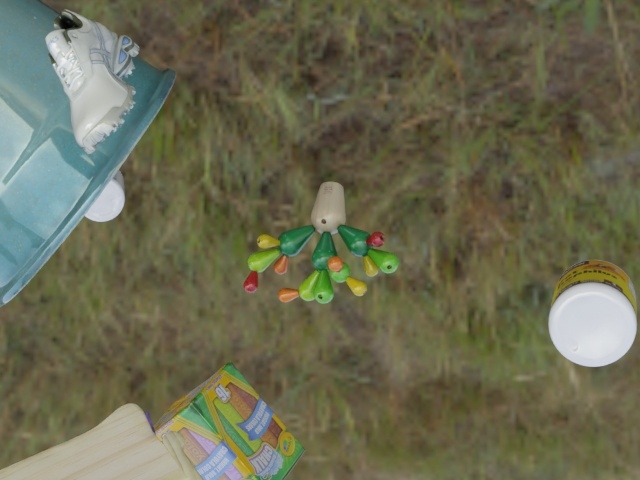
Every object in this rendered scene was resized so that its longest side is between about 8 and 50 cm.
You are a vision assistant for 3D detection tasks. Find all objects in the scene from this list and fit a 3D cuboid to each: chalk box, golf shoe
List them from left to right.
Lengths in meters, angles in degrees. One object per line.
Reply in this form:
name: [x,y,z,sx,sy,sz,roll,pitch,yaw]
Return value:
golf shoe: [-0.209,-0.141,1.160,0.086,0.176,0.069,37,111,-27]
chalk box: [-0.121,0.301,1.808,0.132,0.213,0.132,-39,-176,28]

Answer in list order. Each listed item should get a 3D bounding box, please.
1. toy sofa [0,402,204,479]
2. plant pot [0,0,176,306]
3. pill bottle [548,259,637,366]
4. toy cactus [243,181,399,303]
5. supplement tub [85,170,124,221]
toy sofa: [-0.310,0.350,1.531,0.363,0.177,0.150,-23,143,-31]
plant pot: [-0.397,-0.159,1.499,0.334,0.341,0.341,38,146,-16]
pill bottle: [0.383,0.094,1.866,0.117,0.117,0.215,-5,-170,13]
toy cactus: [0.000,0.000,1.867,0.219,0.180,0.112,-7,152,25]
supplement tub: [-0.325,-0.073,1.971,0.071,0.071,0.107,5,-166,-10]
